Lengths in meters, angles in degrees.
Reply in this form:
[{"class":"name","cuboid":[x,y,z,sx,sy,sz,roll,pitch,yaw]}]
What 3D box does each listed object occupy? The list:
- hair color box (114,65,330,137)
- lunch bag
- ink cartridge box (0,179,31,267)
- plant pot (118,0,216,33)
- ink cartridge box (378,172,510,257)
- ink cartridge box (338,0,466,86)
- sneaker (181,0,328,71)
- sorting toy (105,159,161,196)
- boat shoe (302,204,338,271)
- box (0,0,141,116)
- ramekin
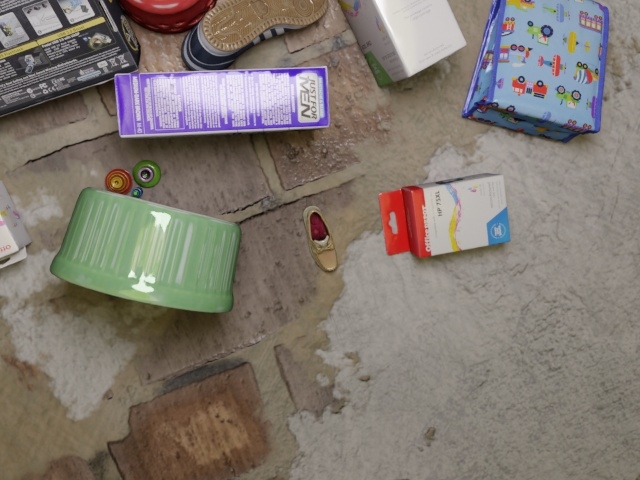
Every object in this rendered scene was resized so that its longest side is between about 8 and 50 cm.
[{"class":"hair color box","cuboid":[-0.165,-0.234,1.140,0.338,0.185,0.110,-3,98,-8]},{"class":"lunch bag","cuboid":[0.419,-0.359,1.247,0.221,0.138,0.293,13,88,-8]},{"class":"ink cartridge box","cuboid":[-0.582,-0.021,1.162,0.092,0.090,0.143,-22,103,-4]},{"class":"plant pot","cuboid":[-0.264,-0.451,1.099,0.191,0.174,0.191,-1,99,-6]},{"class":"ink cartridge box","cuboid":[0.239,-0.047,1.286,0.231,0.078,0.134,-11,101,-6]},{"class":"ink cartridge box","cuboid":[0.094,-0.454,1.131,0.119,0.207,0.353,-29,101,-4]},{"class":"sneaker","cuboid":[-0.123,-0.381,1.178,0.282,0.153,0.099,-35,100,-33]},{"class":"sorting toy","cuboid":[-0.341,-0.108,1.208,0.102,0.042,0.061,-18,101,-6]},{"class":"boat shoe","cuboid":[0.000,0.000,1.274,0.050,0.045,0.135,-23,102,-4]},{"class":"box","cuboid":[-0.526,-0.351,1.017,0.395,0.097,0.318,-18,134,4]},{"class":"ramekin","cuboid":[-0.279,0.013,1.113,0.303,0.303,0.148,14,89,-10]}]
